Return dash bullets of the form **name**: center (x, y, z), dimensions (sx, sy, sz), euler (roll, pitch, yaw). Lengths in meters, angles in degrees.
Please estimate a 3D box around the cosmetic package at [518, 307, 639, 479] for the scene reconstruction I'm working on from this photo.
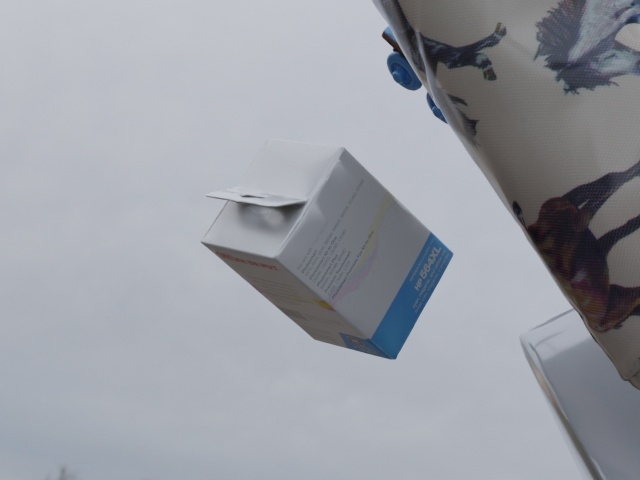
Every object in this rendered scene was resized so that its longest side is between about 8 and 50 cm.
- **cosmetic package**: center (0.394, 0.215, 0.910), dimensions (0.329, 0.327, 0.394), euler (-27, -56, 4)

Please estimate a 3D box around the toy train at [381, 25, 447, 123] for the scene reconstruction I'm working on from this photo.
- **toy train**: center (0.136, -0.149, 1.182), dimensions (0.184, 0.080, 0.105), euler (45, -21, 6)

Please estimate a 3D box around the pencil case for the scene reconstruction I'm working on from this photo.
- **pencil case**: center (0.163, -0.113, 0.825), dimensions (0.183, 0.410, 0.160), euler (-27, -24, -9)

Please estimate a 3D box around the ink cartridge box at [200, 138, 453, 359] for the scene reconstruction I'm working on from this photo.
- **ink cartridge box**: center (0.000, 0.000, 0.879), dimensions (0.143, 0.090, 0.092), euler (43, -19, -33)
